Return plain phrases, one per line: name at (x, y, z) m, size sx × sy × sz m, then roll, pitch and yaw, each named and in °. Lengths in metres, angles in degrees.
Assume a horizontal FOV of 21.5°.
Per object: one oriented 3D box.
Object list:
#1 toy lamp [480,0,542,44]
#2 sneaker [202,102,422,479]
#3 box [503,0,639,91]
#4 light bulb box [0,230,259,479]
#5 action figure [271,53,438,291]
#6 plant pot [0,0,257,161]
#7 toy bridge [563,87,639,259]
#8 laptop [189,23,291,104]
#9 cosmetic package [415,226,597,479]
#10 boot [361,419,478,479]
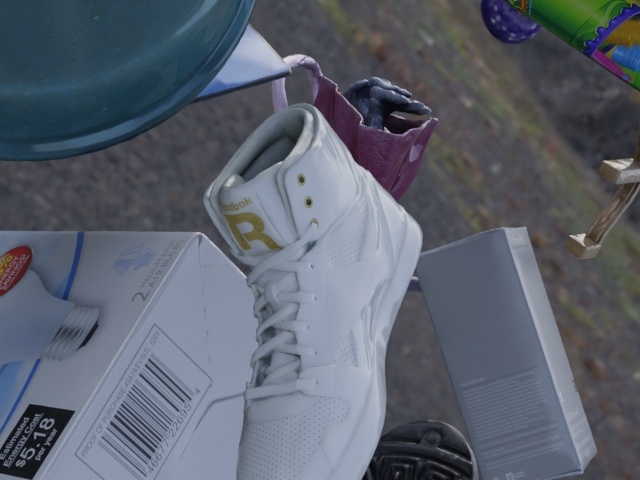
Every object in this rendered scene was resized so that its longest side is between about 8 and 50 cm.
toy lamp at (0.237, -0.221, 1.500) m, size 0.080 × 0.080 × 0.275 m, roll 38°, pitch -12°, yaw -21°
sneaker at (-0.030, 0.043, 1.113) m, size 0.169 × 0.108 × 0.292 m, roll 51°, pitch 38°, yaw -34°
box at (0.270, -0.223, 0.964) m, size 0.279 × 0.290 × 0.177 m, roll 29°, pitch 29°, yaw -27°
light bulb box at (-0.245, 0.189, 1.563) m, size 0.225 × 0.361 × 0.358 m, roll 49°, pitch 58°, yaw -33°
action figure at (0.000, 0.000, 1.852) m, size 0.276 × 0.370 × 0.248 m, roll 24°, pitch 11°, yaw 24°
plant pot at (-0.184, -0.256, 1.013) m, size 0.341 × 0.341 × 0.334 m, roll 48°, pitch -15°, yaw 5°
toy bridge at (0.302, -0.070, 1.672) m, size 0.026 × 0.188 × 0.063 m, roll 35°, pitch 25°, yaw 33°
laptop at (-0.283, -0.304, 1.545) m, size 0.236 × 0.382 × 0.408 m, roll 9°, pitch -66°, yaw 60°
cosmetic package at (0.176, 0.110, 1.601) m, size 0.127 × 0.107 × 0.238 m, roll -9°, pitch 84°, yaw -74°
boot at (0.091, 0.383, 1.730) m, size 0.260 × 0.131 × 0.348 m, roll 59°, pitch 45°, yaw -57°
